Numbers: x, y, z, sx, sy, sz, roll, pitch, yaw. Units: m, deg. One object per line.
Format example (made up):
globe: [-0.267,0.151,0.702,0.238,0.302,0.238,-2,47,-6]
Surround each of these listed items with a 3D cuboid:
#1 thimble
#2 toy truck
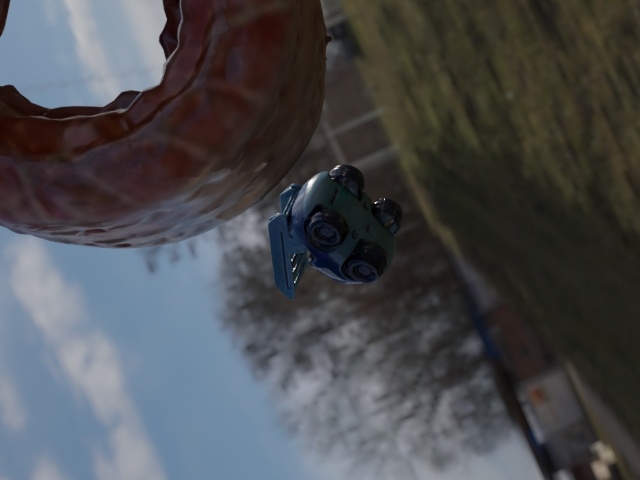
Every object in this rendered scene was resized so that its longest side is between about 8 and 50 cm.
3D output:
thimble: [-0.118,-0.113,0.898,0.162,0.239,0.239,23,-137,-83]
toy truck: [0.000,0.000,1.112,0.073,0.090,0.056,42,-133,-21]
